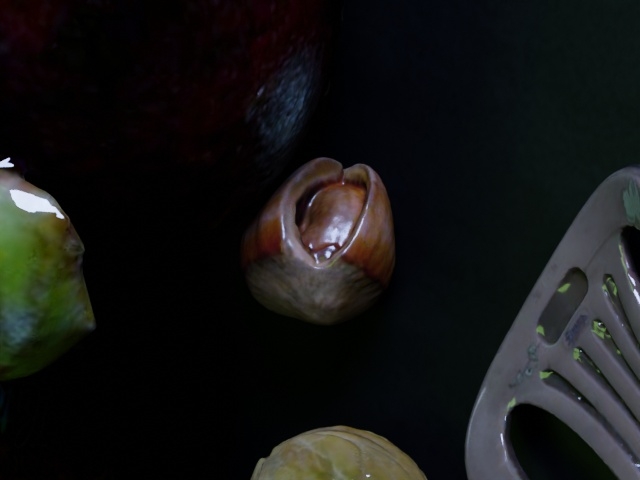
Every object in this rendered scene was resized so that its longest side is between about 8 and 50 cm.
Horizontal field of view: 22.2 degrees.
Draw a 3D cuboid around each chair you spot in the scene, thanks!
[{"bbox_3d":[0.113,0.125,0.572,0.326,0.183,0.176,52,131,35],"label":"chair"}]

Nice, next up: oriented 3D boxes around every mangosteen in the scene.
[{"bbox_3d":[-0.141,-0.115,0.766,0.330,0.330,0.330,8,100,52],"label":"mangosteen"}]

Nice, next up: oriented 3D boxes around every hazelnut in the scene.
[{"bbox_3d":[0.000,0.000,0.799,0.086,0.086,0.086,8,100,52],"label":"hazelnut"}]

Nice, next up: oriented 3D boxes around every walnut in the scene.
[{"bbox_3d":[0.013,0.150,0.777,0.105,0.105,0.124,-45,67,45],"label":"walnut"}]

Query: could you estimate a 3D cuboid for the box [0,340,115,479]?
[{"bbox_3d":[-0.258,-0.007,0.978,0.115,0.264,0.415,-18,76,14],"label":"box"}]
